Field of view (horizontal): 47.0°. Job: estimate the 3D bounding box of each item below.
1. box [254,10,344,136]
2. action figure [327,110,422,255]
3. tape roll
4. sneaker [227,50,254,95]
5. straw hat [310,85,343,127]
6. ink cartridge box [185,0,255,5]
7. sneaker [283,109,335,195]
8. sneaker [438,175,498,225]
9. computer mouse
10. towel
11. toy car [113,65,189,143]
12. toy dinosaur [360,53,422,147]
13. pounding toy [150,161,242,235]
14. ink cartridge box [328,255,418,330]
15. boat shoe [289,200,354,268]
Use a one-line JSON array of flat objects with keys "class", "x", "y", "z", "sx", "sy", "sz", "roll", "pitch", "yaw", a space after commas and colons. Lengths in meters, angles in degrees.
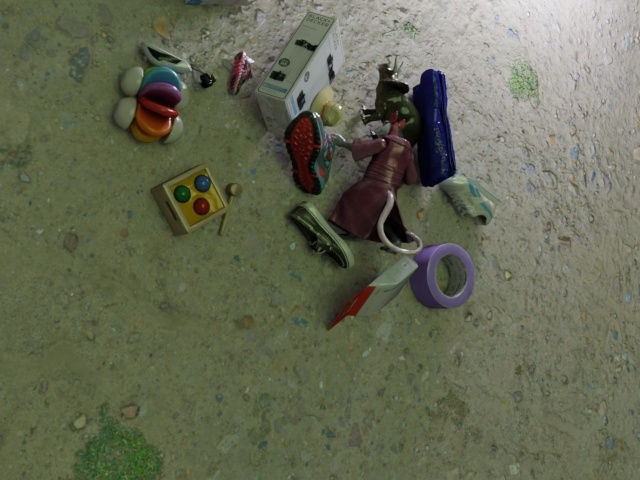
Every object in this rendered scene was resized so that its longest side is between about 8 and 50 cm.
[{"class": "box", "x": -0.046, "y": -0.422, "z": 1.882, "sx": 0.289, "sy": 0.087, "sz": 0.169, "roll": -61, "pitch": 159, "yaw": -23}, {"class": "action figure", "x": 0.156, "y": -0.166, "z": 1.942, "sx": 0.248, "sy": 0.276, "sz": 0.369, "roll": 16, "pitch": 91, "yaw": -22}, {"class": "tape roll", "x": 0.356, "y": 0.105, "z": 2.149, "sx": 0.189, "sy": 0.080, "sz": 0.188, "roll": 4, "pitch": 82, "yaw": -33}, {"class": "sneaker", "x": -0.196, "y": -0.417, "z": 1.864, "sx": 0.057, "sy": 0.047, "sz": 0.119, "roll": 26, "pitch": 73, "yaw": -41}, {"class": "straw hat", "x": 0.027, "y": -0.333, "z": 1.943, "sx": 0.144, "sy": 0.061, "sz": 0.144, "roll": -55, "pitch": 157, "yaw": -36}, {"class": "ink cartridge box", "x": -0.237, "y": -0.626, "z": 1.817, "sx": 0.180, "sy": 0.104, "sz": 0.060, "roll": -11, "pitch": 92, "yaw": -34}, {"class": "sneaker", "x": -0.021, "y": -0.243, "z": 1.880, "sx": 0.261, "sy": 0.104, "sz": 0.125, "roll": 89, "pitch": 26, "yaw": -51}, {"class": "sneaker", "x": 0.444, "y": -0.125, "z": 2.226, "sx": 0.229, "sy": 0.087, "sz": 0.092, "roll": 27, "pitch": 73, "yaw": -26}, {"class": "computer mouse", "x": -0.342, "y": -0.411, "z": 1.748, "sx": 0.193, "sy": 0.106, "sz": 0.042, "roll": 23, "pitch": 94, "yaw": -17}, {"class": "towel", "x": 0.322, "y": -0.312, "z": 2.086, "sx": 0.076, "sy": 0.227, "sz": 0.308, "roll": -4, "pitch": 88, "yaw": -1}, {"class": "toy car", "x": -0.373, "y": -0.316, "z": 1.678, "sx": 0.159, "sy": 0.136, "sz": 0.181, "roll": 16, "pitch": 77, "yaw": -31}, {"class": "toy dinosaur", "x": 0.211, "y": -0.337, "z": 2.045, "sx": 0.313, "sy": 0.160, "sz": 0.121, "roll": 63, "pitch": 18, "yaw": -11}, {"class": "pounding toy", "x": -0.262, "y": -0.092, "z": 1.754, "sx": 0.206, "sy": 0.094, "sz": 0.181, "roll": -33, "pitch": 103, "yaw": -31}, {"class": "ink cartridge box", "x": 0.140, "y": 0.154, "z": 1.941, "sx": 0.066, "sy": 0.189, "sz": 0.232, "roll": 42, "pitch": 58, "yaw": 10}, {"class": "boat shoe", "x": 0.000, "y": 0.000, "z": 1.933, "sx": 0.219, "sy": 0.078, "sz": 0.070, "roll": 50, "pitch": 61, "yaw": -10}]
